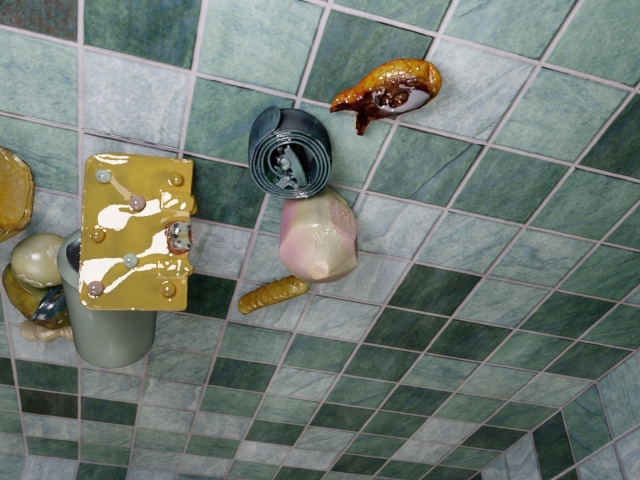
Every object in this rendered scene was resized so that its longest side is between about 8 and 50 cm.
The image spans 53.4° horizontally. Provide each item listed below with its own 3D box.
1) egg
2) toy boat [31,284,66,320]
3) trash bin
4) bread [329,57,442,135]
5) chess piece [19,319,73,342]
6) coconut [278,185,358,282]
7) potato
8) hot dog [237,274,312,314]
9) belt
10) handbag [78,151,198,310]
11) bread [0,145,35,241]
[{"bbox_3d":[-0.805,0.055,1.860,0.164,0.164,0.201,-21,167,23],"label":"egg"},{"bbox_3d":[-0.796,0.159,1.947,0.103,0.246,0.093,31,136,1],"label":"toy boat"},{"bbox_3d":[-0.605,0.150,1.856,0.280,0.280,0.432,7,133,-8],"label":"trash bin"},{"bbox_3d":[0.149,-0.337,1.457,0.269,0.095,0.139,-16,136,39],"label":"bread"},{"bbox_3d":[-0.848,0.296,2.193,0.397,0.117,0.117,-6,139,11],"label":"chess piece"},{"bbox_3d":[0.000,0.000,1.724,0.233,0.245,0.233,-2,139,-2],"label":"coconut"},{"bbox_3d":[-0.893,0.177,2.024,0.176,0.141,0.298,-19,137,11],"label":"potato"},{"bbox_3d":[-0.154,0.173,2.055,0.285,0.088,0.061,-26,128,24],"label":"hot dog"},{"bbox_3d":[-0.077,-0.221,1.568,0.206,0.116,0.267,-6,142,3],"label":"belt"},{"bbox_3d":[-0.458,-0.023,1.617,0.283,0.401,0.133,4,179,-14],"label":"handbag"},{"bbox_3d":[-0.846,-0.111,1.604,0.142,0.253,0.227,-23,142,27],"label":"bread"}]
